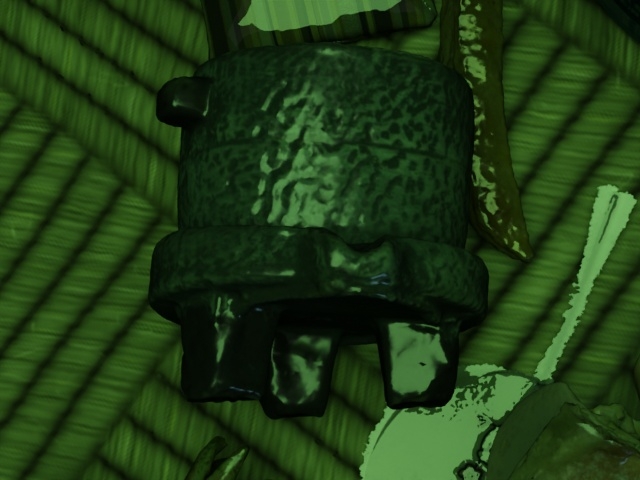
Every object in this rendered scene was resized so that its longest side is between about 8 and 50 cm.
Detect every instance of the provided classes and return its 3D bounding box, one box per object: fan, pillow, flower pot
[{"bbox_3d":[0.182,0.147,1.522,0.233,0.012,0.414,26,89,6],"label":"fan"},{"bbox_3d":[-0.018,-0.271,1.576,0.212,0.052,0.208,-13,85,6],"label":"pillow"},{"bbox_3d":[0.000,0.000,1.418,0.299,0.299,0.282,3,79,7],"label":"flower pot"}]

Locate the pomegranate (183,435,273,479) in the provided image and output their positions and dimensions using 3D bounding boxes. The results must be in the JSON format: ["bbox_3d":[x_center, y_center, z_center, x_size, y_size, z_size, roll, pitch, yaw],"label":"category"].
[{"bbox_3d":[-0.158,0.293,1.461,0.236,0.236,0.302,45,56,9],"label":"pomegranate"}]

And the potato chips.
[{"bbox_3d":[0.146,-0.182,1.545,0.080,0.057,0.406,2,83,-7],"label":"potato chips"}]

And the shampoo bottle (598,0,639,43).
[{"bbox_3d":[0.363,-0.317,1.393,0.331,0.343,0.331,-1,84,7],"label":"shampoo bottle"}]

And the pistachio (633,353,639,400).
[{"bbox_3d":[0.408,0.119,1.430,0.299,0.187,0.187,10,84,2],"label":"pistachio"}]

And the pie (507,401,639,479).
[{"bbox_3d":[0.296,0.238,1.329,0.338,0.075,0.337,-1,108,-2],"label":"pie"}]

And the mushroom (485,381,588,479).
[{"bbox_3d":[0.207,0.293,1.443,0.128,0.128,0.350,-6,89,6],"label":"mushroom"}]
